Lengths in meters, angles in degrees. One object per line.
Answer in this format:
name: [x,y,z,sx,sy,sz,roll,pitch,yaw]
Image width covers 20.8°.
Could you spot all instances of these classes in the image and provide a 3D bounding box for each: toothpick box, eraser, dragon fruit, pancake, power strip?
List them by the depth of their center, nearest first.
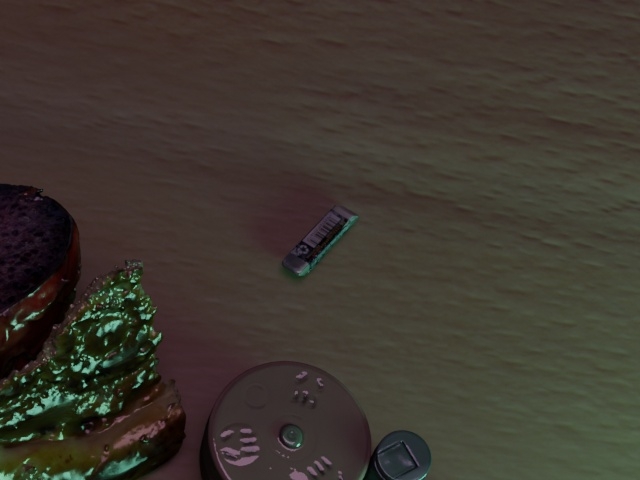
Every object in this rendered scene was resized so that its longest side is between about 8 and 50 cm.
pancake: [-0.214,0.130,1.513,0.266,0.244,0.057,2,27,-41]
dragon fruit: [-0.312,0.065,1.575,0.224,0.148,0.218,-22,40,-11]
power strip: [-0.032,0.188,1.590,0.154,0.078,0.154,4,64,-9]
toothpick box: [0.068,0.211,1.596,0.052,0.083,0.052,4,63,-9]
eraser: [0.000,0.000,1.722,0.027,0.019,0.099,32,62,20]
